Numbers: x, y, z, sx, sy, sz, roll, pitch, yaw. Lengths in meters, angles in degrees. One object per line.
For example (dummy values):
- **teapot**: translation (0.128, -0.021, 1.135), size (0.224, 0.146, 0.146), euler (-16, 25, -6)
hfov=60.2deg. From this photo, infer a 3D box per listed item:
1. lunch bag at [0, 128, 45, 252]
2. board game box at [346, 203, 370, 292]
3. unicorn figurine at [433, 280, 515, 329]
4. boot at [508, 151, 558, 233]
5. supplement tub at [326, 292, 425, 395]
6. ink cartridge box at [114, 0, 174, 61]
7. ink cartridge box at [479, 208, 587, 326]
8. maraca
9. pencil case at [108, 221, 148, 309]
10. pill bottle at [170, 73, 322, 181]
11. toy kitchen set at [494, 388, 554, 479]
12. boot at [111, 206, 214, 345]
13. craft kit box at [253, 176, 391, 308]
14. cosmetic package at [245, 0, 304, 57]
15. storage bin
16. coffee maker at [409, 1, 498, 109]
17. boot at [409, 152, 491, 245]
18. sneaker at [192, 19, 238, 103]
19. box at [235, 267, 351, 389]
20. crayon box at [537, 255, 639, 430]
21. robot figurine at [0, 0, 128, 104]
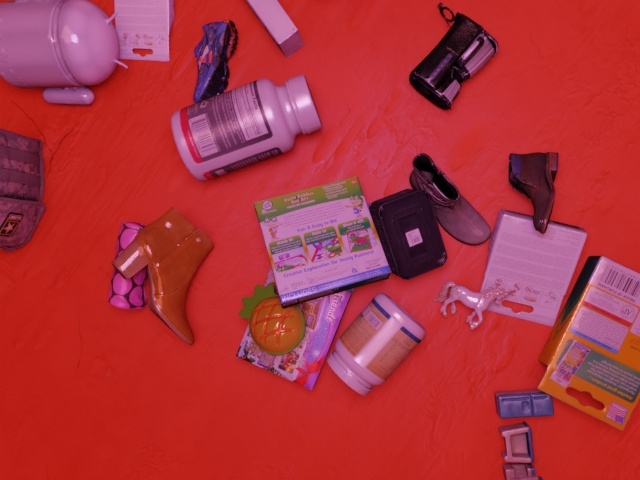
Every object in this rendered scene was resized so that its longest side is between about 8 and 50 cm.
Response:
- **lunch bag**: translation (-0.787, -0.116, 1.314), size (0.168, 0.235, 0.287), euler (-2, 89, 8)
- **board game box**: translation (0.035, -0.003, 1.282), size (0.160, 0.039, 0.212), euler (20, 68, 7)
- **unicorn figurine**: translation (0.347, 0.141, 1.256), size (0.161, 0.060, 0.111), euler (22, 106, 8)
- **boot**: translation (0.464, -0.111, 1.229), size (0.106, 0.082, 0.219), euler (9, 56, 17)
- **supplement tub**: translation (0.124, 0.234, 1.248), size (0.144, 0.144, 0.200), euler (42, 93, 6)
- **ink cartridge box**: translation (-0.443, -0.549, 1.395), size (0.145, 0.045, 0.180), euler (5, 107, 6)
- **ink cartridge box**: translation (0.476, 0.061, 1.271), size (0.188, 0.066, 0.233), euler (14, 111, 6)
- **maraca**: translation (-0.110, 0.176, 1.245), size (0.127, 0.099, 0.185), euler (-42, 58, -6)
- **pencil case**: translation (-0.455, 0.062, 1.348), size (0.095, 0.098, 0.210), euler (10, 90, 51)
- **pill bottle**: translation (-0.164, -0.267, 1.278), size (0.318, 0.176, 0.177), euler (-19, 87, 6)
- **toy kitchen set**: translation (0.464, 0.445, 1.192), size (0.122, 0.166, 0.207), euler (-6, 88, 6)
- **boot**: translation (-0.330, 0.086, 1.325), size (0.211, 0.104, 0.295), euler (-42, 114, -22)
- **craft kit box**: translation (0.000, 0.000, 1.231), size (0.249, 0.061, 0.247), euler (-14, 71, -6)
- **cosmetic package**: translation (-0.135, -0.562, 1.321), size (0.060, 0.099, 0.239), euler (-35, 84, 4)
- **storage bin**: translation (0.196, -0.016, 1.245), size (0.122, 0.084, 0.180), euler (-21, 101, -9)
- **coffee maker**: translation (0.287, -0.417, 1.273), size (0.178, 0.120, 0.171), euler (-48, 61, 2)
- **boot**: translation (0.287, -0.083, 1.229), size (0.083, 0.161, 0.246), euler (-45, 85, 3)
- **sneaker**: translation (-0.270, -0.432, 1.352), size (0.087, 0.083, 0.221), euler (15, 85, 20)
- **box**: translation (-0.053, 0.178, 1.313), size (0.200, 0.057, 0.294), euler (22, 91, 8)
- **crayon box**: translation (0.631, 0.221, 1.222), size (0.203, 0.083, 0.323), euler (26, 91, 6)
- **robot figurine**: translation (-0.641, -0.470, 1.325), size (0.353, 0.200, 0.300), euler (-1, 127, 7)
